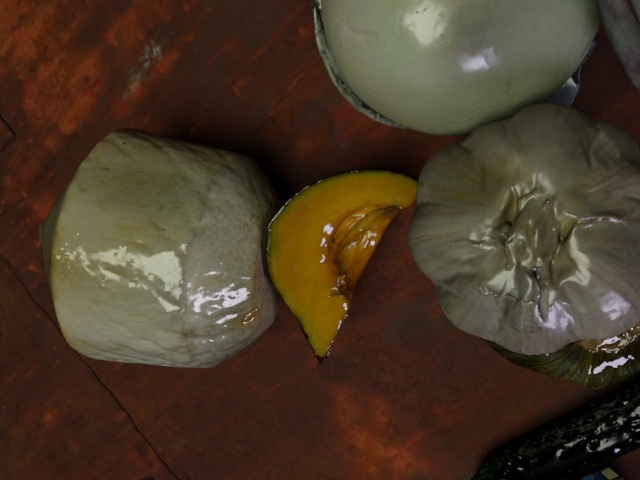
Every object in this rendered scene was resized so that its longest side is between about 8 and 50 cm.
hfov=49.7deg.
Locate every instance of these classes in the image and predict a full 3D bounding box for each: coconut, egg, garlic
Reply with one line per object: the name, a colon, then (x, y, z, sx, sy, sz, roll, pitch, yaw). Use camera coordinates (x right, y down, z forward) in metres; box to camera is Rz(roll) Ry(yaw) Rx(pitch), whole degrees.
coconut: (-0.208, 0.008, 0.864, 0.329, 0.329, 0.329, 8, 112, 20)
egg: (0.146, -0.203, 0.613, 0.286, 0.174, 0.264, -10, 121, -7)
garlic: (0.186, -0.009, 0.595, 0.228, 0.152, 0.228, -3, 77, 13)

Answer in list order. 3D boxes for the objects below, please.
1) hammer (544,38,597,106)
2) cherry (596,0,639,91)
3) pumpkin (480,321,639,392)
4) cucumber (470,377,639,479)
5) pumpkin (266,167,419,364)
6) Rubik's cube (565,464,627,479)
hammer: (0.141, -0.199, 0.777, 0.290, 0.037, 0.137, 21, 114, 13)
cherry: (0.348, -0.239, 0.519, 0.335, 0.326, 0.291, 56, 152, -10)
pumpkin: (0.270, 0.050, 0.792, 0.280, 0.190, 0.139, 21, 126, -35)
cucumber: (0.309, 0.257, 0.861, 0.300, 0.072, 0.072, -40, 91, 30)
pumpkin: (0.000, 0.000, 0.834, 0.149, 0.130, 0.254, 23, 108, -13)
Rubik's cube: (0.351, 0.333, 0.856, 0.111, 0.111, 0.093, -32, 70, 28)
